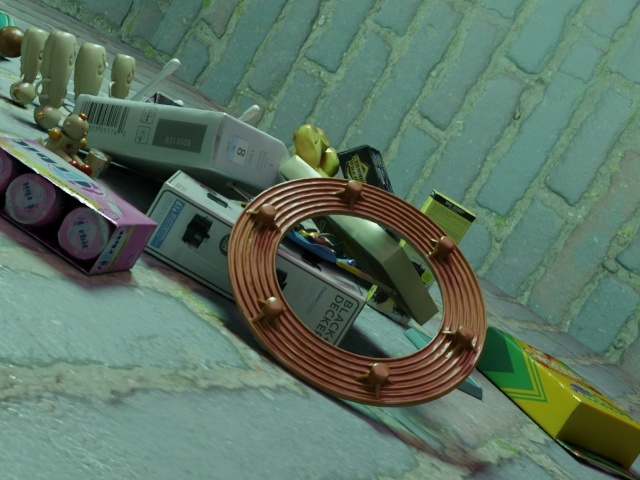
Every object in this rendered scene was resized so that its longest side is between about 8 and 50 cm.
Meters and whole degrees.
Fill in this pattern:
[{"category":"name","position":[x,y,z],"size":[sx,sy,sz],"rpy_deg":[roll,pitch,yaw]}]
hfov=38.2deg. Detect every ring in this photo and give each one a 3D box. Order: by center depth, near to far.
[{"category":"ring","position":[0.052,0.045,1.110],"size":[0.336,0.032,0.337],"rpy_deg":[13,47,-14]}]

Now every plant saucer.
[{"category":"plant saucer","position":[0.199,0.195,1.497],"size":[0.067,0.018,0.192],"rpy_deg":[27,10,-25]}]

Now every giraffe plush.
[{"category":"giraffe plush","position":[-0.058,-0.101,1.755],"size":[0.181,0.170,0.210],"rpy_deg":[52,28,-48]}]

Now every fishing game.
[{"category":"fishing game","position":[-0.017,-0.015,1.263],"size":[0.189,0.041,0.264],"rpy_deg":[30,3,-44]}]

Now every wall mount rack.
[{"category":"wall mount rack","position":[-0.305,-0.259,1.815],"size":[0.350,0.130,0.304],"rpy_deg":[24,-5,-43]}]

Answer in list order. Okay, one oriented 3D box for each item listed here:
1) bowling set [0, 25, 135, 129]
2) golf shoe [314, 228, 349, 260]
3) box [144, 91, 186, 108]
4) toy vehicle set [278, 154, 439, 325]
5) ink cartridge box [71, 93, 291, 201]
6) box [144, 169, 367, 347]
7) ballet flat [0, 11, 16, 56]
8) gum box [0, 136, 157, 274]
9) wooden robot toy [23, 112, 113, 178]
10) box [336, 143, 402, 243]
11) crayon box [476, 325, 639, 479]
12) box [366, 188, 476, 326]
[{"category":"bowling set","position":[-0.455,-0.268,1.561],"size":[0.199,0.154,0.287],"rpy_deg":[14,5,16]},{"category":"golf shoe","position":[0.000,0.000,1.699],"size":[0.186,0.086,0.067],"rpy_deg":[21,15,-46]},{"category":"box","position":[-0.279,-0.183,1.592],"size":[0.116,0.162,0.029],"rpy_deg":[26,53,-34]},{"category":"toy vehicle set","position":[0.053,-0.002,1.336],"size":[0.267,0.035,0.166],"rpy_deg":[43,-8,42]},{"category":"ink cartridge box","position":[-0.160,-0.126,1.491],"size":[0.308,0.091,0.385],"rpy_deg":[11,-4,34]},{"category":"box","position":[-0.088,0.025,1.204],"size":[0.290,0.087,0.169],"rpy_deg":[30,7,-8]},{"category":"ballet flat","position":[-0.647,-0.417,1.864],"size":[0.247,0.083,0.087],"rpy_deg":[42,-1,43]},{"category":"gum box","position":[-0.280,-0.042,0.980],"size":[0.188,0.062,0.107],"rpy_deg":[33,8,10]},{"category":"wooden robot toy","position":[-0.337,-0.136,1.289],"size":[0.076,0.079,0.173],"rpy_deg":[35,9,25]},{"category":"box","position":[0.123,-0.043,1.883],"size":[0.293,0.073,0.296],"rpy_deg":[-24,96,-82]},{"category":"crayon box","position":[0.420,0.278,1.584],"size":[0.202,0.081,0.318],"rpy_deg":[27,10,-33]},{"category":"box","position":[0.175,0.030,1.628],"size":[0.087,0.232,0.058],"rpy_deg":[30,8,-3]}]
